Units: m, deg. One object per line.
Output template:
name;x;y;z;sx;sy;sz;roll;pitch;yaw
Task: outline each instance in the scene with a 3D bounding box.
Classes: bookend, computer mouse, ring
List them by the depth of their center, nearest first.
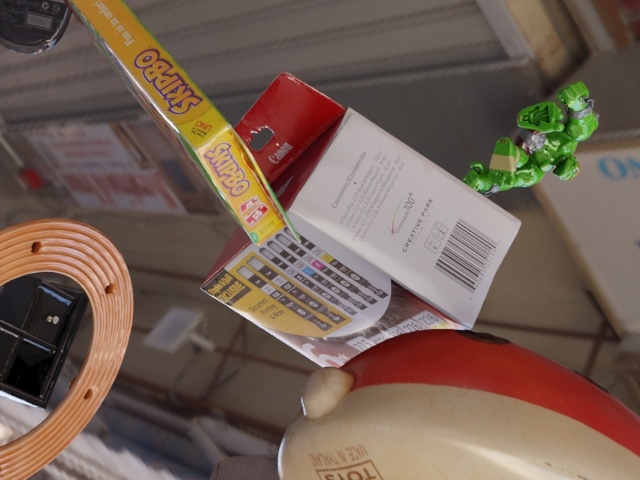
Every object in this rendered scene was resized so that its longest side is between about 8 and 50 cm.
ring;-0.337;0.128;1.308;0.032;0.336;0.336;28;-119;32
computer mouse;-0.260;-0.327;1.313;0.184;0.262;0.060;7;-177;-2
bookend;-0.371;0.101;1.435;0.072;0.156;0.157;10;-108;33

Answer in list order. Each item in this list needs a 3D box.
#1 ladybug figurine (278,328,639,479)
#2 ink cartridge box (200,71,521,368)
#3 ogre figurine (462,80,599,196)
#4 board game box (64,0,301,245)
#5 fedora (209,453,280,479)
ladybug figurine;0.159;0.207;0.950;0.305;0.449;0.162;-19;-139;42
ink cartridge box;0.000;0.000;1.225;0.130;0.272;0.309;-61;-171;-24
ogre figurine;0.283;-0.125;1.546;0.097;0.118;0.197;41;-67;34
board game box;-0.106;-0.100;0.845;0.039;0.124;0.259;-40;-123;-7
fedora;-0.055;0.296;1.137;0.124;0.243;0.275;6;-118;-1
